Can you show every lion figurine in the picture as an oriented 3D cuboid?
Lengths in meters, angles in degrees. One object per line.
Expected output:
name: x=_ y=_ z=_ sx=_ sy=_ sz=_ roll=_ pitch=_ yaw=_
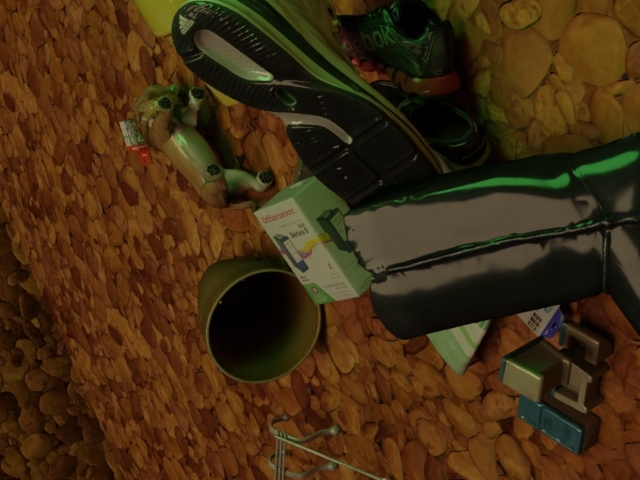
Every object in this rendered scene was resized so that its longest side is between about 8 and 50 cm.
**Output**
lion figurine: x=-0.254 y=-0.173 z=2.001 sx=0.392 sy=0.142 sz=0.240 roll=59 pitch=154 yaw=7

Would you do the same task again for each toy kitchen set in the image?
toy kitchen set: x=0.305 y=0.216 z=1.379 sx=0.122 sy=0.166 sz=0.207 roll=32 pitch=133 yaw=42

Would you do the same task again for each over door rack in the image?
over door rack: x=0.033 y=0.520 z=2.038 sx=0.324 sy=0.108 sz=0.239 roll=26 pitch=131 yaw=28

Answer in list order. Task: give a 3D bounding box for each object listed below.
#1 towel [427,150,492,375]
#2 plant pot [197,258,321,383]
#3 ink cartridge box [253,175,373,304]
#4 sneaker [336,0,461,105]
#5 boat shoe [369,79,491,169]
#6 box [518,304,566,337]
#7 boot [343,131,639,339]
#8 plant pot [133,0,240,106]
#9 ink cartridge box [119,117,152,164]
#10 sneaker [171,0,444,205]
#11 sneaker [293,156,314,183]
towel: x=0.197 y=0.023 z=1.515 sx=0.248 sy=0.038 sz=0.325 roll=56 pitch=147 yaw=32
plant pot: x=-0.155 y=0.130 z=1.985 sx=0.254 sy=0.237 sz=0.237 roll=-142 pitch=41 yaw=-60
ink cartridge box: x=0.000 y=0.000 z=1.725 sx=0.212 sy=0.093 sz=0.154 roll=58 pitch=150 yaw=-10
sneaker: x=0.098 y=-0.304 z=1.438 sx=0.276 sy=0.097 sz=0.135 roll=32 pitch=134 yaw=40
boat shoe: x=0.147 y=-0.186 z=1.431 sx=0.233 sy=0.084 sz=0.079 roll=35 pitch=180 yaw=35
box: x=0.308 y=0.077 z=1.424 sx=0.136 sy=0.028 sz=0.081 roll=49 pitch=143 yaw=24
boot: x=0.272 y=0.074 z=1.207 sx=0.445 sy=0.146 sz=0.367 roll=-13 pitch=91 yaw=31
plant pot: x=-0.152 y=-0.371 z=1.653 sx=0.254 sy=0.254 sz=0.239 roll=-1 pitch=124 yaw=56
ink cartridge box: x=-0.444 y=-0.236 z=2.341 sx=0.063 sy=0.029 sz=0.115 roll=3 pitch=110 yaw=55
sneaker: x=0.027 y=-0.244 z=1.356 sx=0.447 sy=0.257 sz=0.169 roll=38 pitch=138 yaw=-20
sneaker: x=0.000 y=-0.157 z=1.720 sx=0.071 sy=0.066 sz=0.188 roll=31 pitch=140 yaw=21
